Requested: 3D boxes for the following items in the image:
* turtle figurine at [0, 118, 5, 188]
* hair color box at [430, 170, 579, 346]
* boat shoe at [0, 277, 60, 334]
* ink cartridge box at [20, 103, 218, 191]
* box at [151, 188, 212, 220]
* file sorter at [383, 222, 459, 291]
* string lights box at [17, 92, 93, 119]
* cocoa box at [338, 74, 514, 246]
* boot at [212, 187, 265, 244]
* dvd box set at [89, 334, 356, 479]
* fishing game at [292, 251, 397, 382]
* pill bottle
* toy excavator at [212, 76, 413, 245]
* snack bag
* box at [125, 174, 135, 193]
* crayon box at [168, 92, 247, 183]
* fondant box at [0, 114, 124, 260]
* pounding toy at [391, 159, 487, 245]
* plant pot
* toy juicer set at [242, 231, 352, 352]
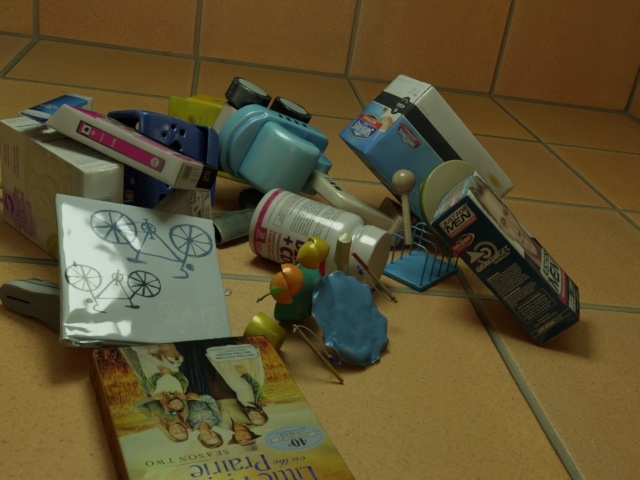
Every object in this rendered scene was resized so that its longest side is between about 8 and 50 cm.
[{"bbox_3d":[-0.754,-0.168,1.844,0.269,0.217,0.087,7,-4,-25],"label":"turtle figurine"},{"bbox_3d":[0.391,0.034,1.692,0.347,0.105,0.174,47,26,-5],"label":"hair color box"},{"bbox_3d":[-0.468,0.107,1.447,0.226,0.083,0.076,20,27,23],"label":"boat shoe"},{"bbox_3d":[-0.404,-0.199,1.646,0.370,0.069,0.176,23,6,13],"label":"ink cartridge box"},{"bbox_3d":[-0.295,-0.046,1.728,0.038,0.145,0.186,15,40,17],"label":"box"},{"bbox_3d":[0.235,0.027,1.867,0.118,0.105,0.170,25,29,32],"label":"file sorter"},{"bbox_3d":[-0.719,-0.308,2.208,0.076,0.133,0.260,15,24,10],"label":"string lights box"},{"bbox_3d":[0.258,-0.199,2.007,0.347,0.228,0.231,45,3,-23],"label":"cocoa box"},{"bbox_3d":[-0.209,-0.057,1.943,0.208,0.076,0.189,-19,34,-35],"label":"boot"},{"bbox_3d":[-0.157,0.284,1.203,0.307,0.062,0.420,-2,26,-23],"label":"dvd box set"},{"bbox_3d":[0.053,0.148,1.515,0.189,0.041,0.264,47,42,-10],"label":"fishing game"},{"bbox_3d":[0.000,0.000,1.769,0.283,0.160,0.160,19,26,21],"label":"pill bottle"},{"bbox_3d":[-0.033,-0.161,1.998,0.432,0.222,0.445,15,25,-44],"label":"toy excavator"},{"bbox_3d":[-0.316,0.068,1.470,0.323,0.037,0.343,10,45,-30],"label":"snack bag"},{"bbox_3d":[-0.484,-0.180,2.110,0.231,0.056,0.183,10,25,1],"label":"box"},{"bbox_3d":[-0.269,-0.285,2.245,0.318,0.202,0.081,16,24,12],"label":"crayon box"},{"bbox_3d":[-0.540,-0.095,1.678,0.330,0.238,0.096,29,32,36],"label":"fondant box"},{"bbox_3d":[0.259,-0.083,1.830,0.236,0.183,0.110,-7,2,-25],"label":"pounding toy"},{"bbox_3d":[-0.368,-0.176,1.890,0.212,0.236,0.236,2,7,-33],"label":"plant pot"},{"bbox_3d":[-0.034,0.067,1.549,0.089,0.209,0.329,27,29,17],"label":"toy juicer set"}]
